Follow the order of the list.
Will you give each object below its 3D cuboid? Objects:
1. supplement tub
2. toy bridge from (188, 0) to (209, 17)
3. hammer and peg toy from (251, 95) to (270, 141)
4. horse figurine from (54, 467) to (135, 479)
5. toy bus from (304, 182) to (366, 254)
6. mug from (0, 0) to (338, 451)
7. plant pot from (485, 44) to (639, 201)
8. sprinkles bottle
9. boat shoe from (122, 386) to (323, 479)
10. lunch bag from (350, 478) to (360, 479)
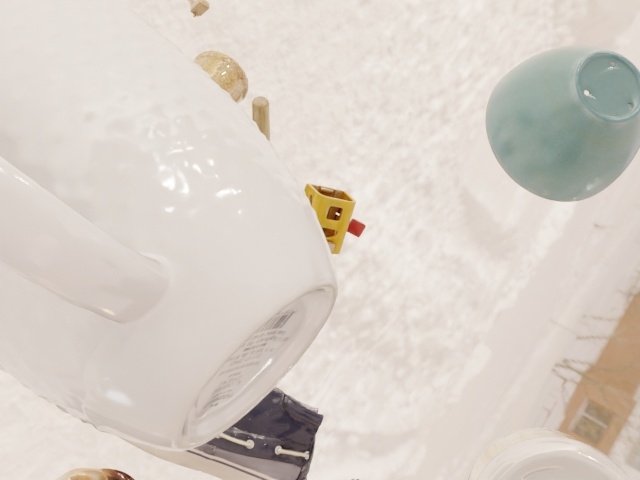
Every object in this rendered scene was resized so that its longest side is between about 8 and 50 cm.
[{"bbox_3d":[0.341,0.412,1.173,0.241,0.241,0.331,-59,166,-3],"label":"supplement tub"},{"bbox_3d":[-0.244,-0.509,1.522,0.026,0.063,0.188,26,50,-38],"label":"toy bridge"},{"bbox_3d":[-0.216,-0.099,1.022,0.361,0.127,0.266,-6,135,-22],"label":"hammer and peg toy"},{"bbox_3d":[-0.353,0.385,1.070,0.263,0.174,0.066,-13,165,-40],"label":"horse figurine"},{"bbox_3d":[-0.002,-0.012,1.549,0.191,0.104,0.202,-33,118,-3],"label":"toy bus"},{"bbox_3d":[-0.170,-0.021,0.554,0.276,0.328,0.374,-49,163,0],"label":"mug"},{"bbox_3d":[0.472,-0.236,1.394,0.290,0.290,0.195,-52,180,-18],"label":"plant pot"},{"bbox_3d":[-0.253,-0.190,1.350,0.121,0.121,0.355,92,20,-48],"label":"sprinkles bottle"},{"bbox_3d":[-0.159,0.270,1.184,0.158,0.340,0.127,-66,-169,-6],"label":"boat shoe"},{"bbox_3d":[0.063,0.512,1.498,0.071,0.083,0.053,-38,152,26],"label":"lunch bag"}]
